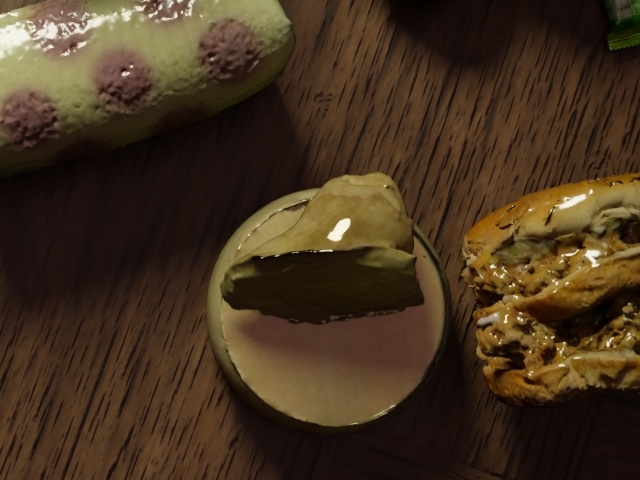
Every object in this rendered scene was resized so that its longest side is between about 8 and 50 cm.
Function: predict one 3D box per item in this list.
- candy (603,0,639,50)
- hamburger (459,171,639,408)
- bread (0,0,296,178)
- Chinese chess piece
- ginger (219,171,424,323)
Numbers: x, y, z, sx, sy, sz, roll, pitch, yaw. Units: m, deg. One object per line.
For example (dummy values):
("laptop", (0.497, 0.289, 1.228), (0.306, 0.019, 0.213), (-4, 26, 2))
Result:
("candy", (0.337, -0.301, 1.699), (0.102, 0.032, 0.178), (-14, 89, -6))
("hamburger", (0.275, 0.050, 1.558), (0.260, 0.245, 0.211), (-16, 83, 29))
("bread", (-0.203, -0.167, 1.532), (0.338, 0.187, 0.155), (-21, 87, -11))
("Chinese chess piece", (0.009, 0.070, 1.583), (0.249, 0.103, 0.250), (1, 85, -7))
("ginger", (-0.004, 0.002, 1.498), (0.193, 0.115, 0.123), (-6, 66, 2))
